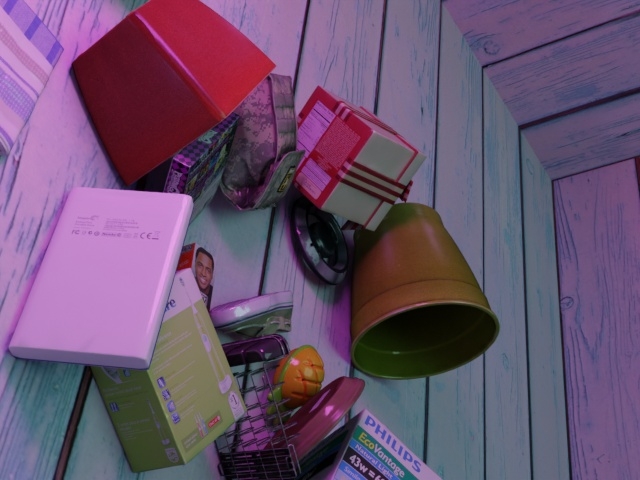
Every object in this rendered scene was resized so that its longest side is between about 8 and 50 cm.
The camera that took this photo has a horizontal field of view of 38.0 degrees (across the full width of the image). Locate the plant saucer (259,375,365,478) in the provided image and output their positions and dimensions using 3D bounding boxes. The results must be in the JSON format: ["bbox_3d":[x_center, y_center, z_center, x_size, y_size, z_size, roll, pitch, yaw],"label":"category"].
[{"bbox_3d":[-0.024,0.359,1.818,0.041,0.278,0.278,47,31,0],"label":"plant saucer"}]

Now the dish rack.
[{"bbox_3d":[-0.126,0.321,1.711,0.074,0.208,0.272,-15,90,-50],"label":"dish rack"}]

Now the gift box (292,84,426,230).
[{"bbox_3d":[0.056,-0.179,2.206,0.258,0.276,0.255,17,27,-50],"label":"gift box"}]

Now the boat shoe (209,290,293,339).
[{"bbox_3d":[-0.123,0.159,1.886,0.302,0.109,0.094,-7,84,-67],"label":"boat shoe"}]

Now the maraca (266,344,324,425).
[{"bbox_3d":[-0.056,0.304,1.954,0.186,0.099,0.127,-55,136,-30],"label":"maraca"}]

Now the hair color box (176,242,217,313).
[{"bbox_3d":[-0.243,0.083,1.783,0.072,0.043,0.141,42,41,-44],"label":"hair color box"}]

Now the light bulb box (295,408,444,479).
[{"bbox_3d":[0.096,0.597,1.819,0.358,0.225,0.361,42,35,-7],"label":"light bulb box"}]

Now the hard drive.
[{"bbox_3d":[-0.337,0.051,1.470,0.040,0.210,0.319,87,10,-51],"label":"hard drive"}]

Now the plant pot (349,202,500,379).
[{"bbox_3d":[0.224,0.108,2.340,0.366,0.366,0.353,38,32,-47],"label":"plant pot"}]

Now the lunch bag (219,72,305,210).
[{"bbox_3d":[-0.130,-0.205,1.979,0.235,0.169,0.287,-33,117,-77],"label":"lunch bag"}]

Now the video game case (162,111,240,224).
[{"bbox_3d":[-0.237,-0.114,1.756,0.042,0.210,0.232,27,36,4],"label":"video game case"}]

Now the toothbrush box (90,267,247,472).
[{"bbox_3d":[-0.268,0.217,1.586,0.206,0.122,0.283,-34,107,-59],"label":"toothbrush box"}]

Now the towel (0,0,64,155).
[{"bbox_3d":[-0.522,-0.295,1.489,0.209,0.034,0.285,52,35,-36],"label":"towel"}]

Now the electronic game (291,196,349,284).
[{"bbox_3d":[0.000,0.000,2.253,0.229,0.048,0.229,45,32,-39],"label":"electronic game"}]

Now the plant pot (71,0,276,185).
[{"bbox_3d":[-0.288,-0.303,1.705,0.236,0.267,0.267,52,33,-14],"label":"plant pot"}]
